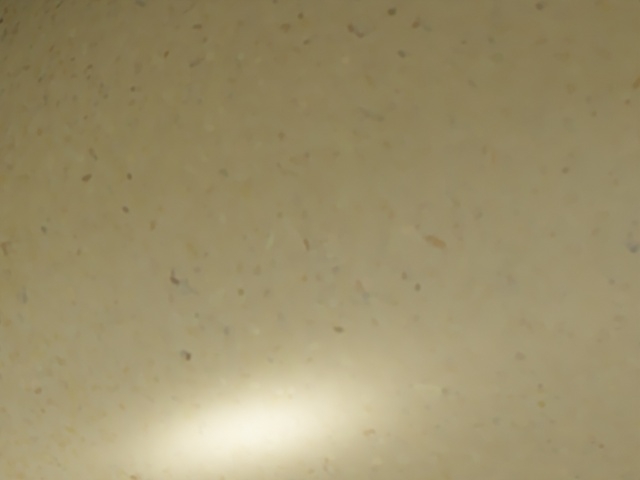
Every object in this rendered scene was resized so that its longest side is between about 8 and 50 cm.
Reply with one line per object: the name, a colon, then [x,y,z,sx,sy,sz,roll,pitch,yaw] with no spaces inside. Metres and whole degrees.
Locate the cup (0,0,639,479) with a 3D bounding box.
cup: [0.000,0.000,0.593,0.237,0.331,0.331,-23,-179,1]
